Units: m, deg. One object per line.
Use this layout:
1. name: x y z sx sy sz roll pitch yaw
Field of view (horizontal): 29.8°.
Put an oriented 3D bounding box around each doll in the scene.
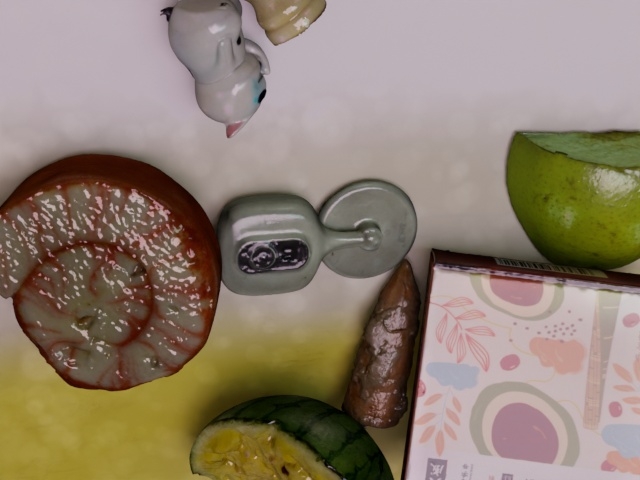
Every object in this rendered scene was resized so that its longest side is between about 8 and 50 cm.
1. doll: -0.128 -0.235 1.560 0.107 0.110 0.180 -20 118 7

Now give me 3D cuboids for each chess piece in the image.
1. chess piece: -0.085 -0.350 1.527 0.090 0.090 0.200 -38 116 7

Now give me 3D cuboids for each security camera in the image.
1. security camera: 0.000 0.000 1.722 0.302 0.080 0.157 -6 116 -13

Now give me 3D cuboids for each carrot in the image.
1. carrot: 0.103 0.152 1.817 0.102 0.102 0.263 8 107 -16

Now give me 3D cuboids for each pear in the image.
1. pear: 0.419 -0.035 1.772 0.288 0.139 0.239 -2 126 -12

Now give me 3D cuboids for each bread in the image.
1. bread: -0.284 0.044 1.632 0.295 0.114 0.327 -23 113 11

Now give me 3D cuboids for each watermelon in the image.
1. watermelon: -0.013 0.343 1.793 0.331 0.189 0.330 16 131 19

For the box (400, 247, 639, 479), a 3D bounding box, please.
1. box: 0.309 0.226 1.772 0.345 0.122 0.385 7 98 2
